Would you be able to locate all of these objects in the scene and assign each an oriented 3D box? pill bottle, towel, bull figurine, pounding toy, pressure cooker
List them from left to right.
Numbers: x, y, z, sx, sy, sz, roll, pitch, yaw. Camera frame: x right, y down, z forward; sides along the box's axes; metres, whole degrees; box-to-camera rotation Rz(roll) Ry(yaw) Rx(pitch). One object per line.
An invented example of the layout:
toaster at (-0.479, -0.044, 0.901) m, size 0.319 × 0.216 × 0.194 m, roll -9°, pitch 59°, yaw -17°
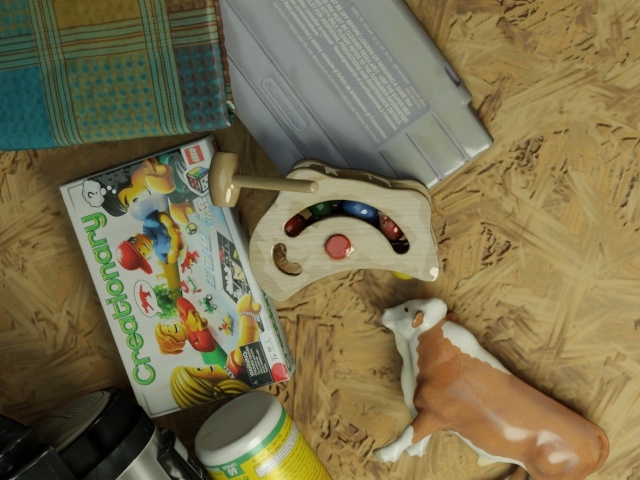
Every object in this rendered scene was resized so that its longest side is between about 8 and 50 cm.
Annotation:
pressure cooker at (-0.298, 0.366, 1.573) m, size 0.370 × 0.375 × 0.420 m, roll -31°, pitch 98°, yaw 22°
towel at (-0.272, -0.243, 1.576) m, size 0.370 × 0.040 × 0.271 m, roll -3°, pitch 101°, yaw 27°
pill bottle at (-0.050, 0.292, 1.646) m, size 0.118 × 0.117 × 0.208 m, roll -27°, pitch 111°, yaw 13°
pounding toy at (0.000, 0.000, 1.518) m, size 0.270 × 0.155 × 0.154 m, roll 11°, pitch 103°, yaw 2°
bull figurine at (0.178, 0.204, 1.612) m, size 0.310 × 0.101 × 0.188 m, roll 34°, pitch 108°, yaw 4°

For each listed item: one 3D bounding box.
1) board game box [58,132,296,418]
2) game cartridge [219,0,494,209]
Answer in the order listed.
board game box at (-0.169, 0.046, 1.661) m, size 0.193 × 0.053 × 0.305 m, roll -18°, pitch 98°, yaw 13°
game cartridge at (0.010, -0.193, 1.571) m, size 0.230 × 0.068 × 0.355 m, roll -35°, pitch 100°, yaw 10°
